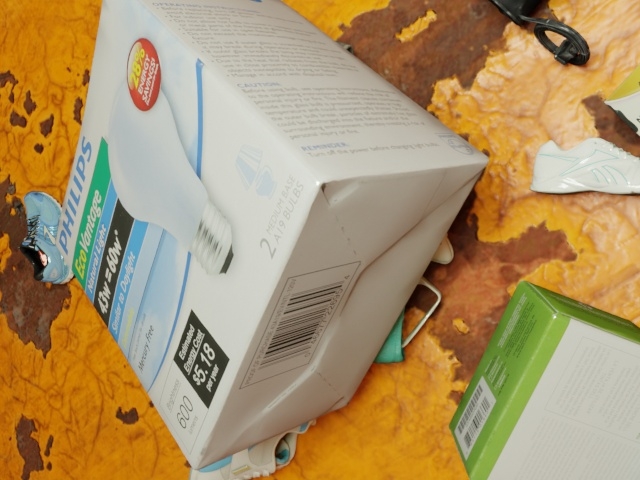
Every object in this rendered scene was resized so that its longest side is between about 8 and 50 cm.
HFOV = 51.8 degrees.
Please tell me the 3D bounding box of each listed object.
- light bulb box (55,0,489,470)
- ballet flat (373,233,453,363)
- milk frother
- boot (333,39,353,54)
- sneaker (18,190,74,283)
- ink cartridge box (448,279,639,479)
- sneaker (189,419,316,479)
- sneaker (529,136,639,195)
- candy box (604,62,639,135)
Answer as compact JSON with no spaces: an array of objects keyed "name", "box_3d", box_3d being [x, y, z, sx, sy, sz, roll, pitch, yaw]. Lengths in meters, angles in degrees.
[{"name":"light bulb box","box_3d":[-0.087,-0.034,0.707,0.361,0.225,0.358,46,127,31]},{"name":"ballet flat","box_3d":[0.106,0.032,0.767,0.087,0.083,0.247,17,102,4]},{"name":"milk frother","box_3d":[0.246,-0.271,0.664,0.143,0.129,0.135,32,115,-21]},{"name":"boot","box_3d":[-0.053,-0.266,0.836,0.208,0.076,0.190,26,115,32]},{"name":"sneaker","box_3d":[-0.456,-0.006,1.079,0.063,0.073,0.162,-24,80,29]},{"name":"ink cartridge box","box_3d":[0.288,0.178,0.660,0.255,0.097,0.189,20,104,-8]},{"name":"sneaker","box_3d":[-0.096,0.283,0.880,0.092,0.087,0.229,43,114,19]},{"name":"sneaker","box_3d":[0.289,-0.075,0.662,0.152,0.053,0.061,5,92,30]},{"name":"candy box","box_3d":[0.391,-0.102,0.562,0.233,0.071,0.159,52,133,20]}]
